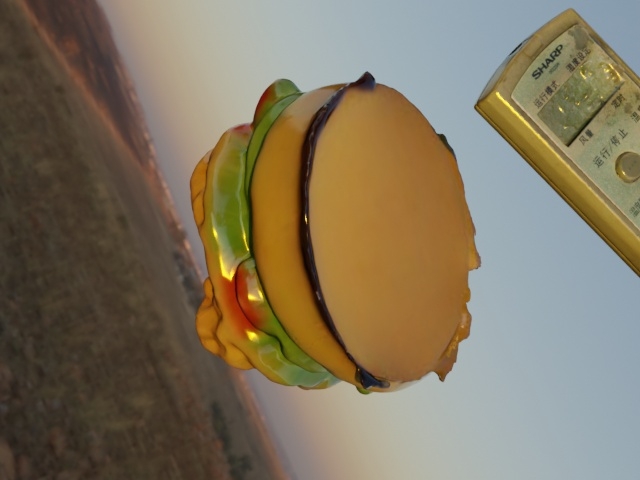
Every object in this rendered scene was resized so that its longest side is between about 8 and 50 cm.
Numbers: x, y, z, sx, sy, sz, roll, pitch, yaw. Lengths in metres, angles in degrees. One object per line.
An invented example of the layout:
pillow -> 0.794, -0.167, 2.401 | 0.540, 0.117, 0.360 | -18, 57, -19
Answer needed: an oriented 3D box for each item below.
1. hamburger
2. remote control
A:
hamburger -> 0.000, 0.000, 0.720 | 0.149, 0.237, 0.237 | -9, -70, 38
remote control -> 0.206, -0.039, 0.642 | 0.233, 0.098, 0.038 | 45, -23, -3
